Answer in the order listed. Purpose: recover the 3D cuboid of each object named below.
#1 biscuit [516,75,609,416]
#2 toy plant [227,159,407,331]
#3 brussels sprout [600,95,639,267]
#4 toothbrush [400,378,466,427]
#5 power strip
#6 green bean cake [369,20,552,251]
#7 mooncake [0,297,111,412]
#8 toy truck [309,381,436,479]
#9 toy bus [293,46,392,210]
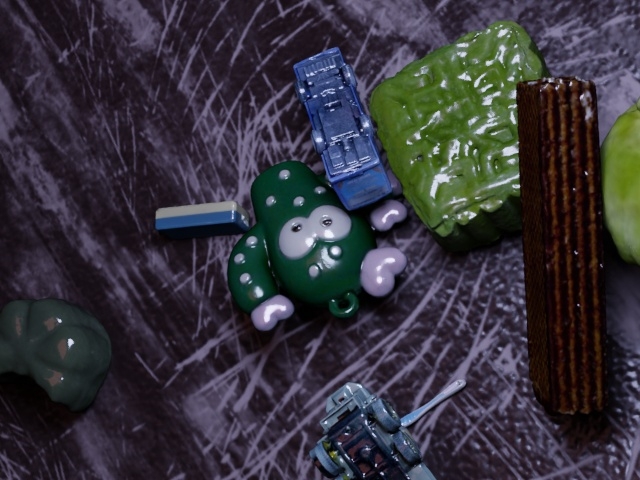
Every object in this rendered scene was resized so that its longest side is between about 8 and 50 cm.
[{"bbox_3d":[0.275,0.007,1.686,0.073,0.107,0.388,-4,99,-6],"label":"biscuit"},{"bbox_3d":[-0.004,0.003,1.882,0.232,0.112,0.243,-6,57,13],"label":"toy plant"},{"bbox_3d":[0.466,-0.072,1.630,0.316,0.242,0.274,20,92,20],"label":"brussels sprout"},{"bbox_3d":[0.111,0.217,1.830,0.162,0.017,0.014,-36,49,11],"label":"toothbrush"},{"bbox_3d":[-0.156,-0.027,1.989,0.123,0.056,0.032,-5,73,21],"label":"power strip"},{"bbox_3d":[0.195,-0.122,1.825,0.222,0.125,0.248,-25,68,15],"label":"green bean cake"},{"bbox_3d":[-0.375,0.158,2.010,0.175,0.104,0.168,-19,75,21],"label":"mooncake"},{"bbox_3d":[0.091,0.282,1.755,0.108,0.140,0.256,-39,82,9],"label":"toy truck"},{"bbox_3d":[0.025,-0.142,1.885,0.079,0.094,0.236,-18,43,2],"label":"toy bus"}]
